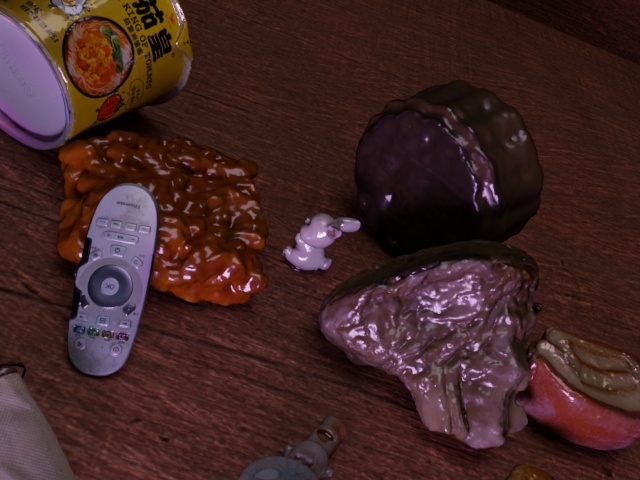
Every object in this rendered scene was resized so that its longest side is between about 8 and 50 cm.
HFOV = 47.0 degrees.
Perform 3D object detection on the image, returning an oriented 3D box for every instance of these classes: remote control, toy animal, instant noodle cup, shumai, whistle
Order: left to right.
[{"bbox_3d":[-0.413,-0.316,1.203,0.325,0.325,0.254,33,48,9],"label":"instant noodle cup"},{"bbox_3d":[-0.272,0.049,0.967,0.097,0.045,0.256,13,77,-4],"label":"remote control"},{"bbox_3d":[-0.031,0.294,0.913,0.107,0.057,0.220,23,32,19],"label":"whistle"},{"bbox_3d":[-0.005,-0.004,1.206,0.085,0.124,0.071,42,37,17],"label":"toy animal"},{"bbox_3d":[0.190,0.156,1.121,0.346,0.217,0.283,-19,94,-10],"label":"shumai"}]

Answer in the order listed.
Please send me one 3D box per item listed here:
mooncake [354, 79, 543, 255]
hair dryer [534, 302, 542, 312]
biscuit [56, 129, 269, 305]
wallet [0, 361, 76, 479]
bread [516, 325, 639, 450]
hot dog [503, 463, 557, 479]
[{"bbox_3d":[0.211,-0.110,1.295,0.187,0.324,0.324,-27,61,-39],"label":"mooncake"},{"bbox_3d":[0.343,0.092,1.362,0.154,0.054,0.106,33,33,-7],"label":"hair dryer"},{"bbox_3d":[-0.242,-0.045,1.134,0.318,0.110,0.312,7,44,-22],"label":"biscuit"},{"bbox_3d":[-0.399,0.275,0.727,0.335,0.068,0.275,-25,57,-37],"label":"wallet"},{"bbox_3d":[0.409,0.233,1.169,0.244,0.123,0.190,15,41,-11],"label":"bread"},{"bbox_3d":[0.225,0.395,0.930,0.083,0.068,0.289,19,37,30],"label":"hot dog"}]
